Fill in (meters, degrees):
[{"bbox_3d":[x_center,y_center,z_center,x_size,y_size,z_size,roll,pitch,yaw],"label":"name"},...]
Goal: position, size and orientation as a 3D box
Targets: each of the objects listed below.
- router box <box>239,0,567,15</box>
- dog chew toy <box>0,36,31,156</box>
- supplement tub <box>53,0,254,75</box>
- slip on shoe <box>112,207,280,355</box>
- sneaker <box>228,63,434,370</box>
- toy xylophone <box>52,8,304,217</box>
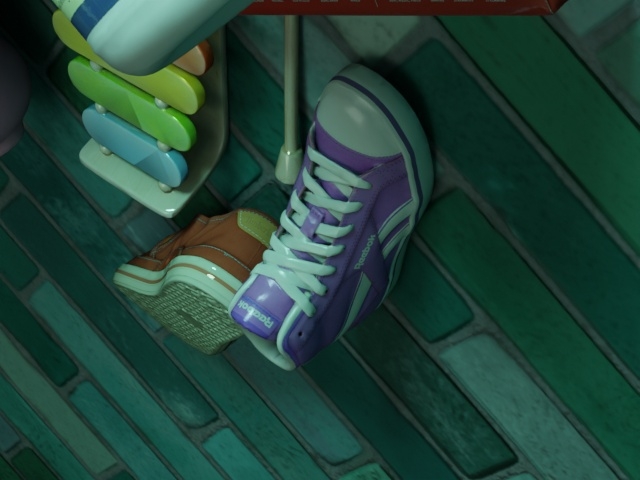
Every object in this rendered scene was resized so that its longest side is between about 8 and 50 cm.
[{"bbox_3d":[-0.003,-0.293,1.139,0.335,0.082,0.301,7,131,47],"label":"router box"},{"bbox_3d":[-0.389,-0.209,1.605,0.206,0.206,0.332,-7,128,53],"label":"dog chew toy"},{"bbox_3d":[-0.120,-0.281,0.989,0.325,0.235,0.235,51,149,-5],"label":"supplement tub"},{"bbox_3d":[-0.105,0.033,1.624,0.123,0.101,0.331,39,164,-10],"label":"slip on shoe"},{"bbox_3d":[0.001,0.001,1.391,0.102,0.161,0.282,33,145,24],"label":"sneaker"},{"bbox_3d":[-0.123,-0.153,1.444,0.236,0.081,0.322,26,143,30],"label":"toy xylophone"}]
